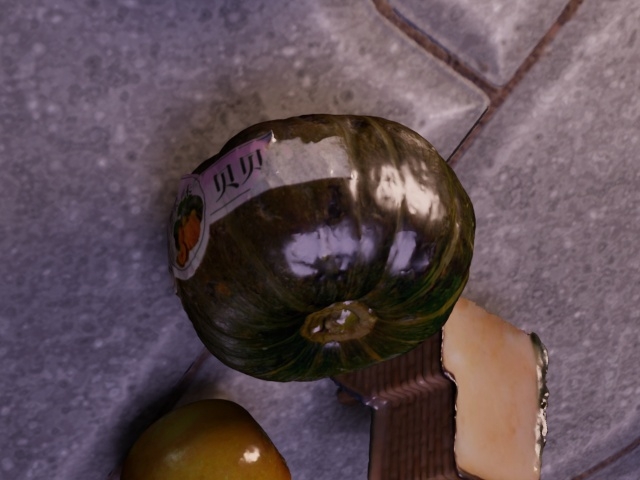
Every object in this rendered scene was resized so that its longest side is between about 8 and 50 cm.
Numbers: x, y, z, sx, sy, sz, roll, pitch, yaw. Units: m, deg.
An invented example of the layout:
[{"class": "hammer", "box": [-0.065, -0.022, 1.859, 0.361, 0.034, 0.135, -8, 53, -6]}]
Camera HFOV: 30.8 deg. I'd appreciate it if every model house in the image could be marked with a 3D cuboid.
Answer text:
[{"class": "model house", "box": [0.106, 0.171, 1.121, 0.172, 0.183, 0.166, -23, 141, 39]}]

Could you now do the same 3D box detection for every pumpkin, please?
[{"class": "pumpkin", "box": [0.000, -0.003, 0.960, 0.260, 0.189, 0.260, -6, 148, -4]}]

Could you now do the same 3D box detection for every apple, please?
[{"class": "apple", "box": [-0.098, 0.226, 1.070, 0.147, 0.146, 0.163, -47, 125, 1]}]
